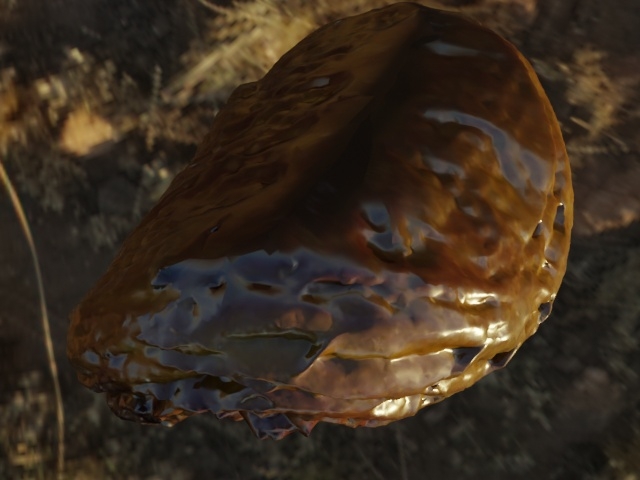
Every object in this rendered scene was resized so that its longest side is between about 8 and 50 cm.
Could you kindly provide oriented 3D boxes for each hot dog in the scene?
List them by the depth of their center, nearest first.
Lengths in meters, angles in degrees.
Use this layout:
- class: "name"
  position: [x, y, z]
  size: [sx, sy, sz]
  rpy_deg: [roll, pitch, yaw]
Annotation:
- class: "hot dog"
  position: [0.001, -0.002, 0.659]
  size: [0.161, 0.227, 0.099]
  rpy_deg: [-6, 114, 32]
